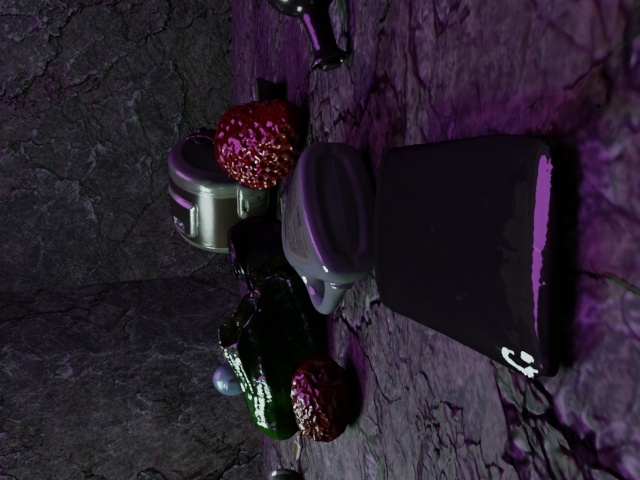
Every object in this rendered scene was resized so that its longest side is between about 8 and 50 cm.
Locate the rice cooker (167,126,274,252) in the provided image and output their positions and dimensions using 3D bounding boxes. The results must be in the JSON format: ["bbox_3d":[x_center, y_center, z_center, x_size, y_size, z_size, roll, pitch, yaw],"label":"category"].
[{"bbox_3d":[-0.292,-0.161,1.564,0.335,0.335,0.325,-108,19,-47],"label":"rice cooker"}]

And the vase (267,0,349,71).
[{"bbox_3d":[-0.012,-0.335,0.748,0.120,0.120,0.183,174,77,-77],"label":"vase"}]

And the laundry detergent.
[{"bbox_3d":[0.000,0.000,0.788,0.280,0.105,0.215,120,142,-66],"label":"laundry detergent"}]

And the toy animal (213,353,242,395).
[{"bbox_3d":[-0.154,0.333,1.422,0.221,0.229,0.210,-11,106,38],"label":"toy animal"}]

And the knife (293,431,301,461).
[{"bbox_3d":[-0.063,0.557,1.449,0.256,0.022,0.046,98,158,-44],"label":"knife"}]

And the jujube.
[{"bbox_3d":[0.005,0.276,0.884,0.176,0.109,0.112,87,-154,-44],"label":"jujube"}]

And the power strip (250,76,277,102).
[{"bbox_3d":[-0.157,-0.312,1.356,0.198,0.064,0.213,-65,-26,-76],"label":"power strip"}]

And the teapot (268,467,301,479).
[{"bbox_3d":[-0.098,0.733,1.478,0.166,0.130,0.119,57,-159,-32],"label":"teapot"}]

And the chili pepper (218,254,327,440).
[{"bbox_3d":[-0.075,0.227,1.058,0.167,0.213,0.385,12,117,33],"label":"chili pepper"}]

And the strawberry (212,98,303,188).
[{"bbox_3d":[-0.115,-0.224,1.137,0.244,0.205,0.205,-18,75,53],"label":"strawberry"}]

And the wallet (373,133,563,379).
[{"bbox_3d":[0.112,0.001,0.434,0.245,0.052,0.169,-157,64,-71],"label":"wallet"}]

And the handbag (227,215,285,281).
[{"bbox_3d":[-0.145,0.016,1.298,0.215,0.169,0.155,-146,50,-77],"label":"handbag"}]
